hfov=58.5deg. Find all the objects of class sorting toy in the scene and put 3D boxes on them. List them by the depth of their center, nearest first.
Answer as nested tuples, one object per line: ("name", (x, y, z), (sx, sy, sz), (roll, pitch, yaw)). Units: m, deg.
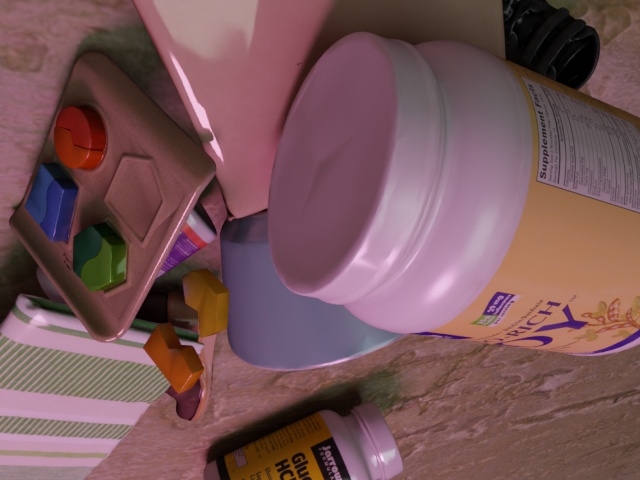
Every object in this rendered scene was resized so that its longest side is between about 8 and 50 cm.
("sorting toy", (-0.196, -0.013, 0.562), (0.229, 0.307, 0.041), (-54, 158, 20))

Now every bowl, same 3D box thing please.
("bowl", (0.000, 0.000, 0.710), (0.311, 0.311, 0.163), (-25, 110, -10))

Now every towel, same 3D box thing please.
("towel", (-0.333, 0.206, 0.722), (0.247, 0.038, 0.325), (22, 118, -43))

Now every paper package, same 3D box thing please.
("paper package", (-0.002, -0.225, 0.573), (0.324, 0.168, 0.310), (-21, 131, -1))

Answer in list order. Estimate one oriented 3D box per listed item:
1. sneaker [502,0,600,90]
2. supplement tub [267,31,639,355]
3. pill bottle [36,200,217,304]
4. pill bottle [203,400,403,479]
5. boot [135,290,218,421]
("sneaker", (0.241, -0.280, 0.703), (0.295, 0.147, 0.105), (22, 112, -36))
("supplement tub", (0.144, -0.030, 0.509), (0.331, 0.241, 0.241), (11, 117, -26))
("pill bottle", (-0.231, 0.006, 0.684), (0.193, 0.108, 0.108), (-34, 132, -1))
("pill bottle", (-0.028, 0.429, 1.045), (0.333, 0.188, 0.188), (-22, 130, -13))
("boot", (-0.258, 0.170, 0.826), (0.206, 0.090, 0.249), (4, 125, -14))
